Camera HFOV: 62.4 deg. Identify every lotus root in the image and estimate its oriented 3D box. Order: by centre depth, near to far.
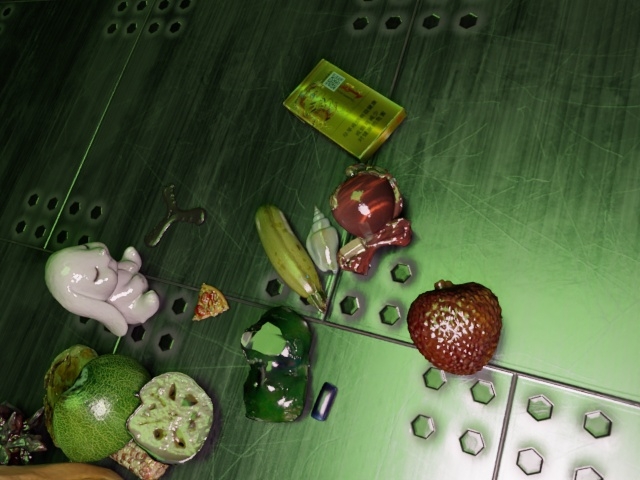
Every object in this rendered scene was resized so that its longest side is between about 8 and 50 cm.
[{"bbox_3d":[-0.347,0.419,1.242,0.183,0.078,0.203,-40,75,-21],"label":"lotus root"}]

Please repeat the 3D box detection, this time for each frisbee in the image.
[{"bbox_3d":[-0.435,-0.086,1.525,0.211,0.012,0.187,-28,61,12],"label":"frisbee"}]

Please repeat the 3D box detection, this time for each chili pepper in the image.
[{"bbox_3d":[-0.099,0.271,1.182,0.148,0.116,0.265,3,72,21],"label":"chili pepper"}]

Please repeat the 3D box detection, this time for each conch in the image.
[{"bbox_3d":[0.000,-0.002,1.276,0.088,0.065,0.180,-16,73,15],"label":"conch"}]

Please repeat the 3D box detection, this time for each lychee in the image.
[{"bbox_3d":[0.259,0.166,1.034,0.194,0.194,0.195,-8,67,20],"label":"lychee"}]

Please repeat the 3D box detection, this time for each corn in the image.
[{"bbox_3d":[-0.465,0.503,1.271,0.237,0.079,0.080,15,77,27],"label":"corn"}]

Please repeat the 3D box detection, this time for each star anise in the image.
[{"bbox_3d":[-0.814,0.519,1.387,0.282,0.129,0.213,-1,84,42],"label":"star anise"}]

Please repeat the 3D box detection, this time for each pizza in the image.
[{"bbox_3d":[-0.278,0.160,1.352,0.099,0.029,0.100,4,72,24],"label":"pizza"}]

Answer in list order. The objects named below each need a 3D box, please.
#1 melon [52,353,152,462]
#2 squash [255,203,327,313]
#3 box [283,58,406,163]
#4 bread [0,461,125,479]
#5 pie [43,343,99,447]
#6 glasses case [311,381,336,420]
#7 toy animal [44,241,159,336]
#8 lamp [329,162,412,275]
[{"bbox_3d":[-0.498,0.381,1.234,0.129,0.169,0.265,9,51,29],"label":"melon"},{"bbox_3d":[-0.079,0.037,1.281,0.094,0.094,0.341,-35,61,7],"label":"squash"},{"bbox_3d":[0.058,-0.347,1.399,0.311,0.043,0.173,41,89,30],"label":"box"},{"bbox_3d":[-0.592,0.626,1.105,0.348,0.376,0.253,23,81,27],"label":"bread"},{"bbox_3d":[-0.649,0.397,1.375,0.274,0.055,0.274,-15,66,37],"label":"pie"},{"bbox_3d":[0.006,0.354,1.158,0.033,0.023,0.083,17,79,31],"label":"glasses case"},{"bbox_3d":[-0.582,0.113,1.367,0.206,0.265,0.272,-38,62,7],"label":"toy animal"},{"bbox_3d":[0.095,-0.059,1.210,0.215,0.151,0.223,-33,63,13],"label":"lamp"}]
